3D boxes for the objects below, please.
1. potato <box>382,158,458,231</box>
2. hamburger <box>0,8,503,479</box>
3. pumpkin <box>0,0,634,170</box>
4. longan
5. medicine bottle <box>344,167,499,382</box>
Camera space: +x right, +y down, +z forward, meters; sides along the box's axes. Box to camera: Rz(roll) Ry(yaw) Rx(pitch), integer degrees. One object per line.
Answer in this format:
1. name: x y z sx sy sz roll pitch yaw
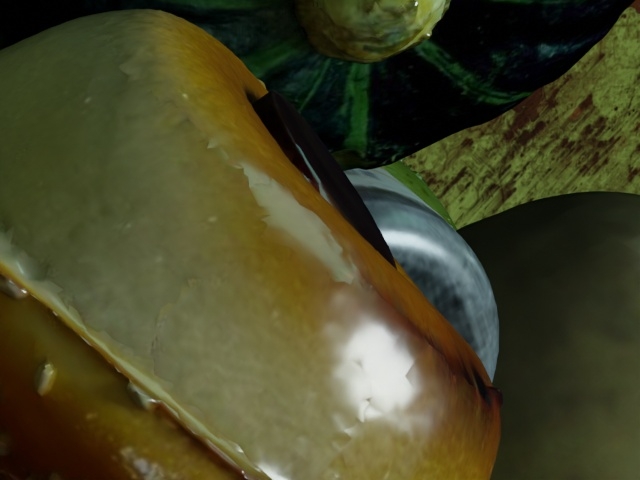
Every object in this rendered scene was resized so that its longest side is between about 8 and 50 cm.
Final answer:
1. potato: -0.002 0.002 1.698 0.304 0.216 0.216 33 -1 13
2. hamburger: -0.042 0.033 0.590 0.237 0.147 0.237 49 5 -5
3. pumpkin: -0.006 -0.150 0.701 0.315 0.315 0.238 42 29 -39
4. longan: 0.150 0.114 1.049 0.297 0.297 0.297 43 1 -1
5. medicine bottle: -0.048 0.005 0.890 0.165 0.165 0.273 42 2 -38
